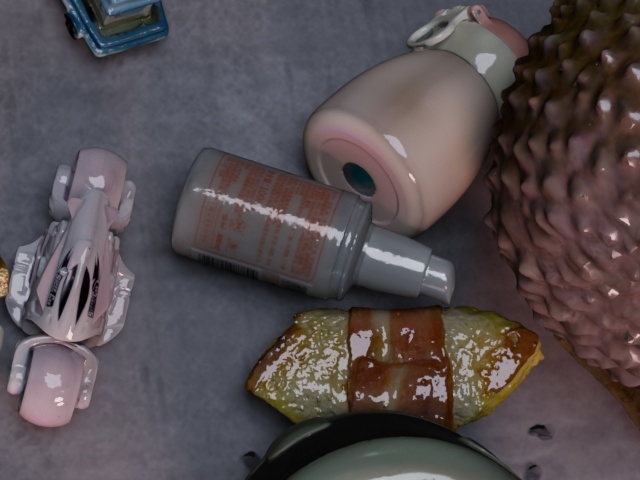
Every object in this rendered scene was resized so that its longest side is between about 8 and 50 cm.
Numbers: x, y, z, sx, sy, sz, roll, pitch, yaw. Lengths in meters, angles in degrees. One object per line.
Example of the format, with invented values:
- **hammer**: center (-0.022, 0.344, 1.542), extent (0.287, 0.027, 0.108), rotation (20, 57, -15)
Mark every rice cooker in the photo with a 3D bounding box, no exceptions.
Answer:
- **rice cooker**: center (0.057, 0.281, 1.598), extent (0.288, 0.277, 0.288), rotation (0, 90, -4)

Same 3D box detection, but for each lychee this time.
- **lychee**: center (0.316, -0.068, 1.680), extent (0.380, 0.380, 0.432), rotation (3, 47, -14)

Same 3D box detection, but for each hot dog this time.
- **hot dog**: center (0.066, 0.118, 1.751), extent (0.262, 0.093, 0.123), rotation (2, 65, 3)

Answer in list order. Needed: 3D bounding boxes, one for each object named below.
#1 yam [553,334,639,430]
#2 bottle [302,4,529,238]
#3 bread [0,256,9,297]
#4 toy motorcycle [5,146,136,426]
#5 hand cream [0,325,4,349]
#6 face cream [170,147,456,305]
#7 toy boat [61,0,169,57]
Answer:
- **yam**: center (0.338, 0.174, 1.816), extent (0.317, 0.067, 0.071), rotation (47, 45, 5)
- **bottle**: center (0.109, -0.120, 1.813), extent (0.147, 0.147, 0.236), rotation (47, 60, 3)
- **bread**: center (-0.318, 0.023, 1.682), extent (0.090, 0.094, 0.035), rotation (-10, 116, -18)
- **toy motorcycle**: center (-0.212, 0.034, 1.696), extent (0.112, 0.112, 0.254), rotation (14, 69, -10)
- **hand cream**: center (-0.332, 0.204, 1.628), extent (0.067, 0.109, 0.320), rotation (32, 62, -40)
- **face cream**: center (0.000, 0.000, 1.739), extent (0.252, 0.101, 0.101), rotation (17, 70, 5)
- **toy boat**: center (-0.213, -0.287, 1.801), extent (0.109, 0.098, 0.238), rotation (-20, 79, -22)
